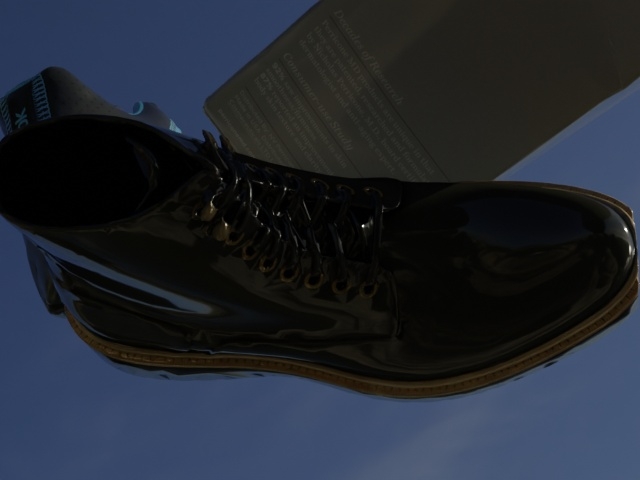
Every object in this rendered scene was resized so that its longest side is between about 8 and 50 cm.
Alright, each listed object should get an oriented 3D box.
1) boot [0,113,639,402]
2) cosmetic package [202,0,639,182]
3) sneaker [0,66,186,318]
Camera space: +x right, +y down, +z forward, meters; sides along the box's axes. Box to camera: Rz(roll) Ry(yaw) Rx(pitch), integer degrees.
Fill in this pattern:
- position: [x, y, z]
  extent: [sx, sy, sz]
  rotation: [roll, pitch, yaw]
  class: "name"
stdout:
- position: [0.000, 0.000, 0.575]
  extent: [0.198, 0.077, 0.137]
  rotation: [-8, -22, 8]
  class: "boot"
- position: [0.082, -0.092, 0.693]
  extent: [0.238, 0.107, 0.127]
  rotation: [-40, -3, 37]
  class: "cosmetic package"
- position: [-0.085, -0.024, 1.157]
  extent: [0.125, 0.139, 0.341]
  rotation: [-28, -15, 13]
  class: "sneaker"
